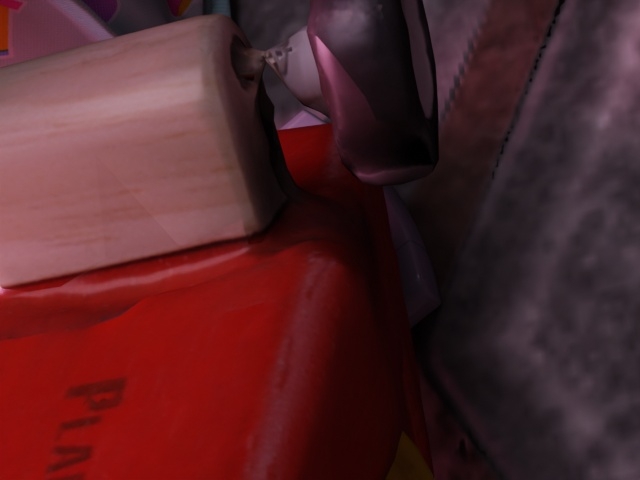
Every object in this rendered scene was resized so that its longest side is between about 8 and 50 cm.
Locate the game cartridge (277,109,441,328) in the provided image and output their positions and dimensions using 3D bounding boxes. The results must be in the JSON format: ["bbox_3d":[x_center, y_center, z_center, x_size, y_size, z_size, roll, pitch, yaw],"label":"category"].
[{"bbox_3d":[0.000,0.000,0.567,0.056,0.017,0.083,-38,57,6],"label":"game cartridge"}]

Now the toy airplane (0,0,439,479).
[{"bbox_3d":[-0.027,0.144,0.370,0.384,0.272,0.386,-38,40,-23],"label":"toy airplane"}]

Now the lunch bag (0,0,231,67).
[{"bbox_3d":[-0.177,-0.104,0.558,0.223,0.262,0.160,-16,64,22],"label":"lunch bag"}]
